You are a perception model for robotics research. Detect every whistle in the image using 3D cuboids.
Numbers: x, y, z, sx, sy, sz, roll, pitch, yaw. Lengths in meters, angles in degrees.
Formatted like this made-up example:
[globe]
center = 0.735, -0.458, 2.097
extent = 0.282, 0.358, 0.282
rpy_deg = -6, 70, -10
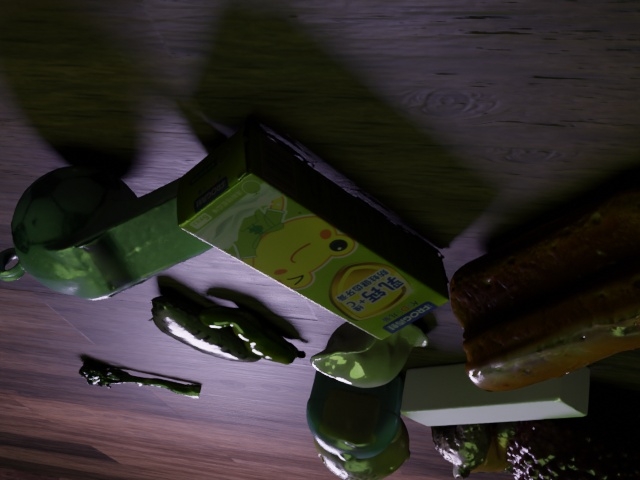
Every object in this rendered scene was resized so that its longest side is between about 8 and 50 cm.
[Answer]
[whistle]
center = -0.243, -0.025, 1.009
extent = 0.290, 0.163, 0.163
rpy_deg = -25, 151, -4

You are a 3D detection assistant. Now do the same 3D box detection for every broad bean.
[broad bean]
center = -0.100, 0.154, 1.388
extent = 0.070, 0.048, 0.214
rpy_deg = -13, 144, 41

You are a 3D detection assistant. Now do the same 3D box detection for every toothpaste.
[toothpaste]
center = 0.000, 0.000, 0.956
extent = 0.110, 0.077, 0.327
rpy_deg = -35, 132, 28

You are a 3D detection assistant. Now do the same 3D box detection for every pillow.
[pillow]
center = -0.198, 0.148, 1.416
extent = 0.093, 0.051, 0.241
rpy_deg = -15, 145, 35

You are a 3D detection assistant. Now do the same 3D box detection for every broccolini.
[broccolini]
center = -0.375, 0.299, 1.807
extent = 0.255, 0.057, 0.071
rpy_deg = 14, -163, 3

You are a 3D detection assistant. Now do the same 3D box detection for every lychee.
[lychee]
center = 0.410, 0.359, 1.375
extent = 0.272, 0.271, 0.271
rpy_deg = 10, 154, 5

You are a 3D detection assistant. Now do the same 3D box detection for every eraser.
[eraser]
center = 0.264, 0.234, 1.362
extent = 0.298, 0.078, 0.076
rpy_deg = -16, 143, 44

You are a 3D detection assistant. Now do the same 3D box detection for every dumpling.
[dumpling]
center = 0.079, 0.151, 1.254
extent = 0.169, 0.099, 0.134
rpy_deg = 22, 139, -24

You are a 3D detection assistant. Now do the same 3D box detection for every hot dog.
[hot dog]
center = 0.268, 0.055, 0.917
extent = 0.117, 0.158, 0.349
rpy_deg = 5, 157, -29

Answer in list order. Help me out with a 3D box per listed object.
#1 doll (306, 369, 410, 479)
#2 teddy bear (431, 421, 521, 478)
[doll]
center = 0.070, 0.336, 1.562
extent = 0.177, 0.161, 0.260
rpy_deg = 5, 151, 11
[teddy bear]
center = 0.296, 0.352, 1.538
extent = 0.190, 0.140, 0.177
rpy_deg = 12, 153, -21
